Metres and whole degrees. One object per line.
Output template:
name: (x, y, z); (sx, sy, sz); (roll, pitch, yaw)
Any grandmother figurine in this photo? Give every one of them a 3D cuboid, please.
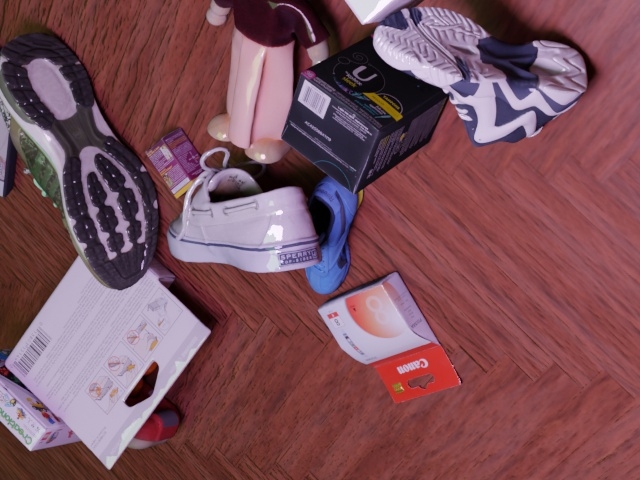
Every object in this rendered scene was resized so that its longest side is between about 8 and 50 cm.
grandmother figurine: (-0.069, -0.262, 1.576); (0.208, 0.104, 0.342); (23, 132, 20)

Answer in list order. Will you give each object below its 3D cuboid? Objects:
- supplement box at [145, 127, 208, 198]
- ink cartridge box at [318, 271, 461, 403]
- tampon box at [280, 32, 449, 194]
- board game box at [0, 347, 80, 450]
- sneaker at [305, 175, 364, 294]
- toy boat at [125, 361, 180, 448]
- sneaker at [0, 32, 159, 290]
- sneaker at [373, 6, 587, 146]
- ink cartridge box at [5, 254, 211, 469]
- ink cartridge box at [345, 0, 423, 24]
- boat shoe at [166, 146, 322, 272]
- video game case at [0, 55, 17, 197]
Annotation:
supplement box: (-0.207, -0.112, 1.837); (0.055, 0.043, 0.083); (-32, 93, 49)
ink cartridge box: (0.092, 0.144, 1.727); (0.145, 0.045, 0.179); (-26, 94, 49)
tampon box: (0.056, -0.154, 1.480); (0.120, 0.161, 0.101); (38, 135, 17)
board game box: (-0.464, 0.261, 2.145); (0.193, 0.305, 0.053); (41, 100, 16)
sneaker: (0.000, 0.000, 1.692); (0.069, 0.082, 0.209); (32, 135, 21)
toy boat: (-0.324, 0.233, 2.122); (0.231, 0.151, 0.151); (36, 105, 19)
sneaker: (-0.387, -0.111, 1.951); (0.182, 0.158, 0.410); (-22, 93, 57)
sneaker: (0.157, -0.165, 1.382); (0.153, 0.235, 0.094); (117, 156, -56)
ink cartridge box: (-0.330, 0.168, 2.007); (0.261, 0.066, 0.296); (42, 105, 17)
ink cartridge box: (0.056, -0.393, 1.318); (0.198, 0.115, 0.273); (-38, 87, 26)
boat shoe: (-0.119, -0.050, 1.703); (0.367, 0.136, 0.156); (-170, 71, -65)
video game case: (-0.617, -0.223, 2.085); (0.248, 0.035, 0.274); (22, 131, 4)
